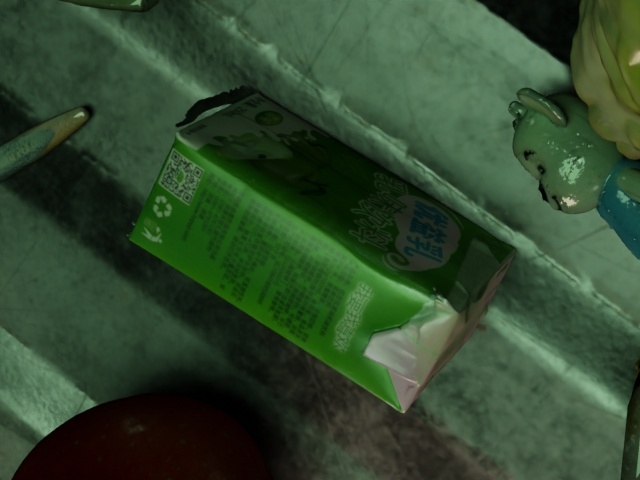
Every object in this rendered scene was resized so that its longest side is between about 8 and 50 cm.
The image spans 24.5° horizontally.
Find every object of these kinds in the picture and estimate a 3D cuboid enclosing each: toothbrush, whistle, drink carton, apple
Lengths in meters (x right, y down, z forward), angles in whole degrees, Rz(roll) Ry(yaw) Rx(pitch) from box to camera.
[{"bbox_3d":[-0.351,-0.039,1.370,0.375,0.037,0.028,-27,98,27],"label":"toothbrush"},{"bbox_3d":[0.228,-0.026,1.062,0.235,0.114,0.077,39,81,12],"label":"whistle"},{"bbox_3d":[0.000,0.000,1.146,0.271,0.161,0.108,31,118,12],"label":"drink carton"},{"bbox_3d":[-0.151,0.263,1.276,0.260,0.216,0.260,9,113,21],"label":"apple"}]

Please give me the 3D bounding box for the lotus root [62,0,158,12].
[{"bbox_3d":[-0.162,-0.303,1.132,0.119,0.138,0.235,12,113,26],"label":"lotus root"}]

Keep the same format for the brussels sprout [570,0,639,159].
[{"bbox_3d":[0.301,-0.172,0.916,0.316,0.243,0.274,-6,132,29],"label":"brussels sprout"}]

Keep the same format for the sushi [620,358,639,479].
[{"bbox_3d":[0.352,0.162,1.088,0.272,0.109,0.134,13,109,5],"label":"sushi"}]
